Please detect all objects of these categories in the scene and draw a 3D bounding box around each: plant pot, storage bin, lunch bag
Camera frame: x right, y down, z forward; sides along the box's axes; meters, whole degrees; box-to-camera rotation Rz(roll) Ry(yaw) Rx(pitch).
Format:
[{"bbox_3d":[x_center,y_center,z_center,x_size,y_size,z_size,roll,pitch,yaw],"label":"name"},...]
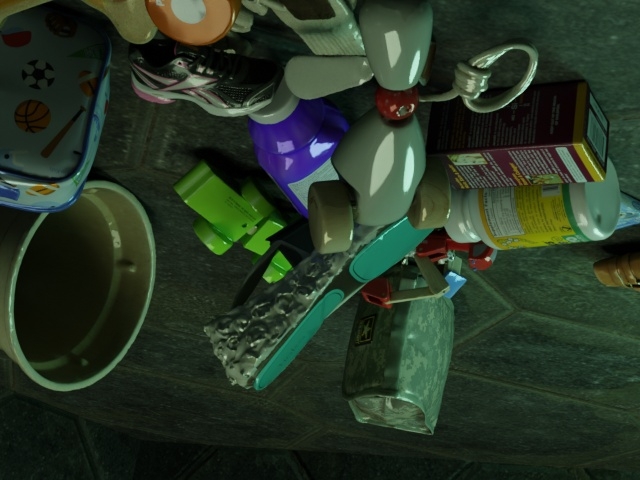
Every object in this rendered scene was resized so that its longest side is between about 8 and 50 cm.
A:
[{"bbox_3d":[-0.490,0.044,1.814,0.305,0.334,0.334,12,163,28],"label":"plant pot"},{"bbox_3d":[0.000,0.000,1.619,0.135,0.091,0.098,-32,180,-5],"label":"storage bin"},{"bbox_3d":[0.136,0.190,1.953,0.168,0.235,0.287,9,160,12],"label":"lunch bag"},{"bbox_3d":[-0.397,-0.161,1.267,0.303,0.243,0.115,13,159,-10],"label":"lunch bag"}]

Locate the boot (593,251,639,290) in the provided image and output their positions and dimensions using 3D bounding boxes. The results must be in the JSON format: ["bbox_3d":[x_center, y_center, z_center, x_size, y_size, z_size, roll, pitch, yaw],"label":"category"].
[{"bbox_3d":[0.468,0.034,1.624,0.152,0.073,0.197,3,156,31],"label":"boot"}]

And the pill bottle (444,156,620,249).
[{"bbox_3d":[0.263,-0.049,1.430,0.208,0.118,0.117,-7,154,37],"label":"pill bottle"}]

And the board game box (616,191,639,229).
[{"bbox_3d":[0.388,-0.041,1.529,0.090,0.020,0.090,23,157,-27],"label":"board game box"}]

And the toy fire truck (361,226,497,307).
[{"bbox_3d":[0.164,0.037,1.677,0.192,0.135,0.047,5,159,15],"label":"toy fire truck"}]

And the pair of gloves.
[{"bbox_3d":[-0.077,-0.242,1.189,0.240,0.042,0.204,4,159,18],"label":"pair of gloves"}]

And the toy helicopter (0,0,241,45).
[{"bbox_3d":[-0.238,-0.274,1.029,0.355,0.140,0.235,-14,128,27],"label":"toy helicopter"}]

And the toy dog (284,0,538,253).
[{"bbox_3d":[0.065,-0.142,1.218,0.220,0.161,0.334,5,131,-28],"label":"toy dog"}]

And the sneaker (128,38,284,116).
[{"bbox_3d":[-0.130,-0.185,1.219,0.178,0.072,0.077,3,149,11],"label":"sneaker"}]

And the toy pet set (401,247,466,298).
[{"bbox_3d":[0.169,0.045,1.801,0.114,0.065,0.122,27,154,-38],"label":"toy pet set"}]

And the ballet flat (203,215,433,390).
[{"bbox_3d":[0.003,0.026,1.520,0.147,0.409,0.147,47,176,4],"label":"ballet flat"}]

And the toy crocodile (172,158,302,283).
[{"bbox_3d":[-0.097,-0.026,1.702,0.115,0.105,0.340,-43,137,12],"label":"toy crocodile"}]

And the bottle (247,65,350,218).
[{"bbox_3d":[-0.021,-0.118,1.372,0.092,0.118,0.283,47,179,26],"label":"bottle"}]

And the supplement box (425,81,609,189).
[{"bbox_3d":[0.230,-0.119,1.310,0.188,0.081,0.104,-2,157,29],"label":"supplement box"}]
